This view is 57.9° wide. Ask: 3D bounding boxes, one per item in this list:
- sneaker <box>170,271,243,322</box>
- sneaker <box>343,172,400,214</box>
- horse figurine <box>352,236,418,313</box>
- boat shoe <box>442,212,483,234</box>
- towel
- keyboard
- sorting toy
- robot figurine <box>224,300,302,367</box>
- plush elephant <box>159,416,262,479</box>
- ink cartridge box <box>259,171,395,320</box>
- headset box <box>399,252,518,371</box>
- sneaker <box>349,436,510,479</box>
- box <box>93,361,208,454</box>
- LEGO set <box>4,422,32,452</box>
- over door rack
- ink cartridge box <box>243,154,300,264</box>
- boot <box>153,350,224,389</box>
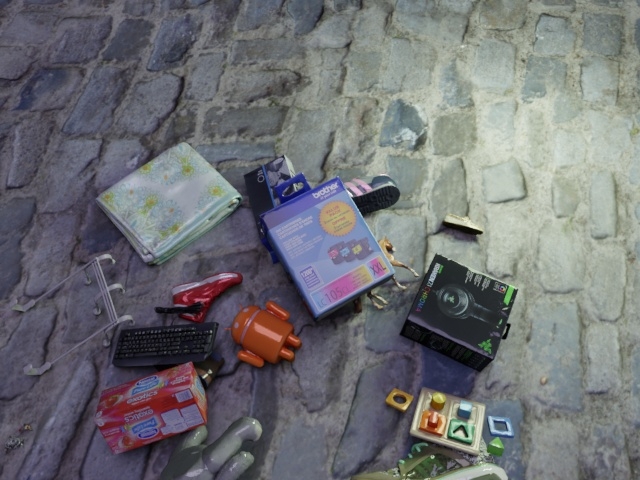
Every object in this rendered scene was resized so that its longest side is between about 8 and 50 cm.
[{"bbox_3d":[-0.330,0.179,1.735,0.221,0.087,0.128,-16,71,2],"label":"sneaker"},{"bbox_3d":[0.096,-0.150,1.928,0.318,0.112,0.131,-9,38,-5],"label":"sneaker"},{"bbox_3d":[0.175,0.110,1.794,0.263,0.066,0.174,-37,75,-23],"label":"horse figurine"},{"bbox_3d":[0.473,-0.057,1.907,0.135,0.050,0.045,18,67,7],"label":"boat shoe"},{"bbox_3d":[-0.492,-0.130,1.882,0.374,0.090,0.320,-38,70,-21],"label":"towel"},{"bbox_3d":[-0.433,0.257,1.637,0.317,0.033,0.202,-7,49,18],"label":"keyboard"},{"bbox_3d":[0.344,0.470,1.551,0.347,0.047,0.196,13,31,15],"label":"sorting toy"},{"bbox_3d":[-0.162,0.269,1.655,0.219,0.158,0.128,27,22,11],"label":"robot figurine"},{"bbox_3d":[-0.255,0.626,1.404,0.271,0.255,0.330,-21,16,29],"label":"plush elephant"},{"bbox_3d":[0.000,0.000,1.692,0.270,0.151,0.396,-28,77,-10],"label":"ink cartridge box"},{"bbox_3d":[0.416,0.215,1.709,0.283,0.131,0.246,25,64,10],"label":"headset box"},{"bbox_3d":[0.272,0.595,1.512,0.410,0.158,0.182,-2,41,-6],"label":"sneaker"},{"bbox_3d":[-0.435,0.435,1.509,0.256,0.128,0.123,-18,24,-2],"label":"box"},{"bbox_3d":[-0.811,0.527,1.542,0.054,0.023,0.083,13,62,5],"label":"LEGO set"},{"bbox_3d":[-0.713,0.215,1.683,0.324,0.108,0.240,-28,64,-2],"label":"over door rack"},{"bbox_3d":[-0.134,-0.103,1.865,0.165,0.065,0.333,-25,63,12],"label":"ink cartridge box"},{"bbox_3d":[-0.382,0.344,1.651,0.219,0.082,0.106,20,35,20],"label":"boot"}]
